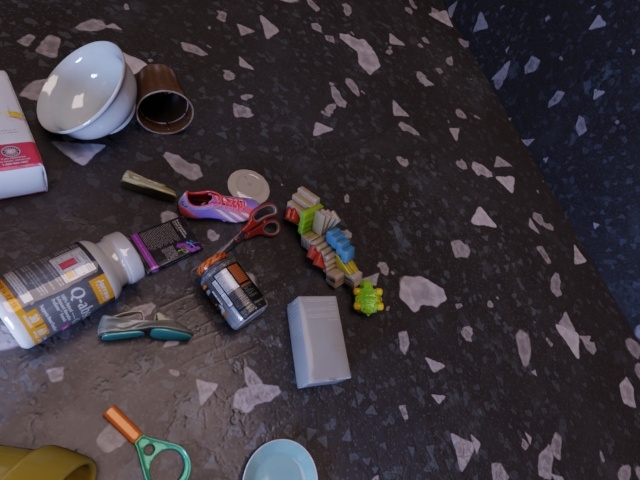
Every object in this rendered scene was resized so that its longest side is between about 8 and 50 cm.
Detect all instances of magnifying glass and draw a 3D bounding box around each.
[{"bbox_3d":[-0.379,0.448,0.870,0.231,0.026,0.092,43,52,2],"label":"magnifying glass"}]

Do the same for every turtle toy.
[{"bbox_3d":[0.148,0.181,1.273,0.095,0.066,0.130,1,57,0],"label":"turtle toy"}]

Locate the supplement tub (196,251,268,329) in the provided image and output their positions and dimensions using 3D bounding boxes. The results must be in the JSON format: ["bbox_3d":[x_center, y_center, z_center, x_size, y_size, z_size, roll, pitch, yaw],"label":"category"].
[{"bbox_3d":[-0.238,0.132,1.070,0.117,0.117,0.190,-32,80,-37],"label":"supplement tub"}]

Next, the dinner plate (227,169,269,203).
[{"bbox_3d":[-0.233,-0.179,1.316,0.141,0.017,0.141,13,56,-20],"label":"dinner plate"}]

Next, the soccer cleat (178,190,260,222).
[{"bbox_3d":[-0.292,-0.106,1.192,0.248,0.095,0.082,-1,63,-27],"label":"soccer cleat"}]

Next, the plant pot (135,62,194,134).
[{"bbox_3d":[-0.498,-0.451,1.255,0.167,0.167,0.165,-5,57,-30],"label":"plant pot"}]

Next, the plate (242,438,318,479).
[{"bbox_3d":[-0.096,0.573,0.946,0.188,0.024,0.188,13,58,-22],"label":"plate"}]

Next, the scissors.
[{"bbox_3d":[-0.240,-0.023,1.198,0.297,0.021,0.108,-27,108,-33],"label":"scissors"}]

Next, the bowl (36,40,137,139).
[{"bbox_3d":[-0.625,-0.394,1.126,0.298,0.134,0.297,-7,68,17],"label":"bowl"}]

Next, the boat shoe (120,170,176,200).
[{"bbox_3d":[-0.487,-0.157,1.148,0.153,0.056,0.048,16,61,-10],"label":"boat shoe"}]

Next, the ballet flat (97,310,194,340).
[{"bbox_3d":[-0.415,0.202,0.966,0.214,0.072,0.068,6,56,-24],"label":"ballet flat"}]

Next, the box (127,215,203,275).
[{"bbox_3d":[-0.423,0.010,1.099,0.162,0.029,0.116,-29,79,-35],"label":"box"}]

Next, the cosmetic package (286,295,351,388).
[{"bbox_3d":[-0.009,0.279,1.115,0.127,0.107,0.237,5,63,-25],"label":"cosmetic package"}]

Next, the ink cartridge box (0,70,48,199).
[{"bbox_3d":[-0.838,-0.250,0.970,0.226,0.131,0.306,-19,71,-34],"label":"ink cartridge box"}]

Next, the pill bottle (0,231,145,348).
[{"bbox_3d":[-0.556,0.098,0.896,0.279,0.162,0.162,-34,82,-37],"label":"pill bottle"}]

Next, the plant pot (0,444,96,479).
[{"bbox_3d":[-0.557,0.448,0.654,0.239,0.254,0.253,21,54,2],"label":"plant pot"}]

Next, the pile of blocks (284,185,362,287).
[{"bbox_3d":[0.000,0.000,1.250,0.113,0.149,0.362,-30,79,-37],"label":"pile of blocks"}]
